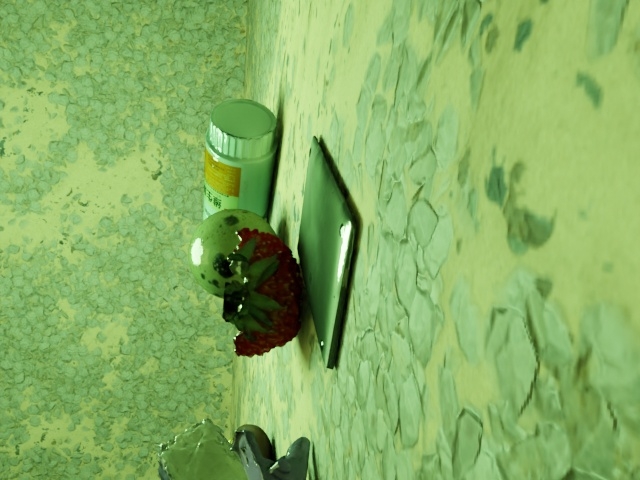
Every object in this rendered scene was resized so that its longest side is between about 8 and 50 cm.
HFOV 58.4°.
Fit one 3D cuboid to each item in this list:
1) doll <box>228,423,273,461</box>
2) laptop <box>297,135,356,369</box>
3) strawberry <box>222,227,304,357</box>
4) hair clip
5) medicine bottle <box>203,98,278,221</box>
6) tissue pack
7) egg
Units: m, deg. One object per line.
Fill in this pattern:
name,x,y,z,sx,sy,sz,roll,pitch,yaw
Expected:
doll,-0.138,0.456,1.135,0.145,0.096,0.188,-100,5,-65
laptop,0.000,0.000,0.700,0.269,0.015,0.188,-108,23,-60
strawberry,-0.075,0.083,0.869,0.286,0.106,0.188,78,-163,-84
hair clip,-0.034,0.340,0.668,0.137,0.090,0.278,-65,31,33
medicine bottle,-0.184,-0.151,1.294,0.318,0.158,0.158,106,162,-47
tissue pack,-0.178,0.495,1.013,0.242,0.125,0.344,44,145,24
egg,-0.164,0.024,1.125,0.228,0.176,0.177,-57,-30,-81
